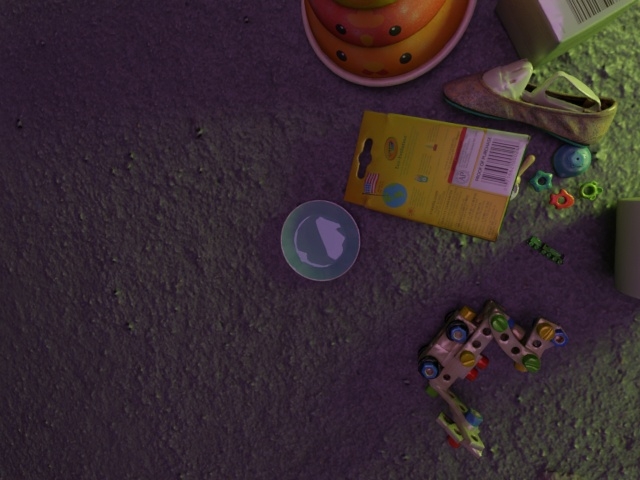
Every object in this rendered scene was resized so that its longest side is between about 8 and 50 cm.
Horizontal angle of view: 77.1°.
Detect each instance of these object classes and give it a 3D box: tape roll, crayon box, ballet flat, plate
[{"bbox_3d":[0.647,0.010,0.678,0.246,0.246,0.169,-2,97,12],"label":"tape roll"},{"bbox_3d":[0.222,-0.137,0.814,0.318,0.081,0.202,18,101,22],"label":"crayon box"},{"bbox_3d":[0.397,-0.278,0.761,0.316,0.108,0.106,18,142,3],"label":"ballet flat"},{"bbox_3d":[0.000,0.000,0.929,0.188,0.024,0.188,2,98,13],"label":"plate"}]

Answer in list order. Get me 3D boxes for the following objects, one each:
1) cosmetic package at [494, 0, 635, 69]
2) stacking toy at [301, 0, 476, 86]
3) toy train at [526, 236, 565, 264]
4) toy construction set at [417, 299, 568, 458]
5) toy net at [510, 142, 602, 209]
[{"bbox_3d":[0.425,-0.422,0.702,0.151,0.183,0.151,-29,91,14],"label":"cosmetic package"},{"bbox_3d":[0.073,-0.458,0.613,0.350,0.480,0.351,3,100,16],"label":"stacking toy"},{"bbox_3d":[0.469,0.021,0.834,0.083,0.017,0.024,34,92,6],"label":"toy train"},{"bbox_3d":[0.332,0.262,0.836,0.215,0.151,0.328,34,92,6],"label":"toy construction set"},{"bbox_3d":[0.428,-0.115,0.814,0.232,0.045,0.122,-13,96,15],"label":"toy net"}]
